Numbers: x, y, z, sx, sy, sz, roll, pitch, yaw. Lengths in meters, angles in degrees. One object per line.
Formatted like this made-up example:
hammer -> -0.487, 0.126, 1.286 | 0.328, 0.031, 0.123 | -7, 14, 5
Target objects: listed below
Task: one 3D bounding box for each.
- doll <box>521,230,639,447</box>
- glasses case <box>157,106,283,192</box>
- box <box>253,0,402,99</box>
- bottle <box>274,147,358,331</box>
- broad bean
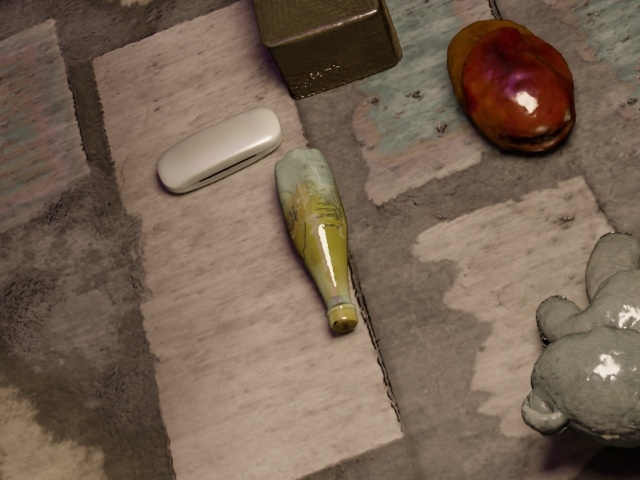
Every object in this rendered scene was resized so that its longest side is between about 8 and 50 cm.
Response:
doll -> 0.371, 0.122, 1.490 | 0.245, 0.158, 0.340 | -1, 32, 23
glasses case -> -0.147, -0.132, 1.839 | 0.193, 0.049, 0.074 | -26, 56, 2
box -> -0.004, -0.374, 1.883 | 0.184, 0.143, 0.273 | -18, 58, 7
bottle -> 0.000, 0.000, 1.698 | 0.083, 0.083, 0.270 | -18, 62, 7
broad bean -> 0.260, -0.219, 1.720 | 0.156, 0.122, 0.229 | -25, 60, 4
